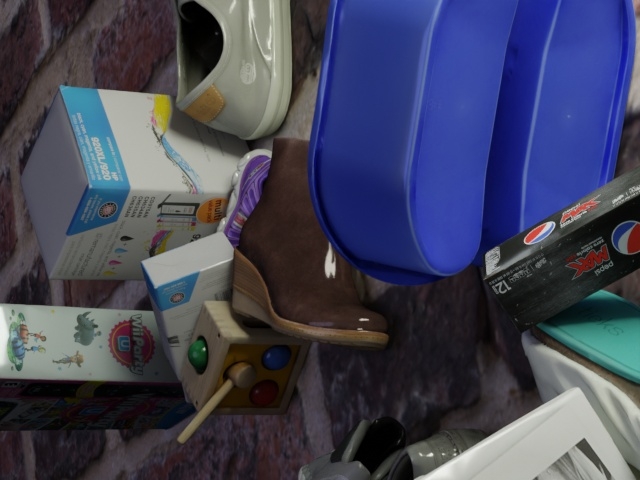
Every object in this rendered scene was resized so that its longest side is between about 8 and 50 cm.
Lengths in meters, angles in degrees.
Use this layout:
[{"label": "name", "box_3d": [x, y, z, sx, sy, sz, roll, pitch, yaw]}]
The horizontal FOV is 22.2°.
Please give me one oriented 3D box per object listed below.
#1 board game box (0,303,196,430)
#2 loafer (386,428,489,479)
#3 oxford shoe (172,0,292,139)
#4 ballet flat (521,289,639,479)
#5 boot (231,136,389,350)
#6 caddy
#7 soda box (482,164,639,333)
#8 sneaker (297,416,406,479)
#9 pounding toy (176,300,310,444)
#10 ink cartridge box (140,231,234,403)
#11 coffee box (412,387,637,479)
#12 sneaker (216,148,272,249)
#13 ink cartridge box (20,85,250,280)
[{"label": "board game box", "box_3d": [-0.291, 0.163, 2.022, 0.224, 0.303, 0.097, -38, 55, 55]}, {"label": "loafer", "box_3d": [0.070, 0.303, 1.550, 0.112, 0.111, 0.319, 58, 136, 47]}, {"label": "oxford shoe", "box_3d": [-0.121, -0.340, 1.949, 0.169, 0.130, 0.449, -29, 61, 59]}, {"label": "ballet flat", "box_3d": [0.280, 0.150, 1.194, 0.400, 0.139, 0.139, -146, 63, -62]}, {"label": "boot", "box_3d": [0.000, 0.000, 1.737, 0.248, 0.090, 0.207, 17, 92, 48]}, {"label": "caddy", "box_3d": [0.118, -0.120, 1.378, 0.179, 0.241, 0.341, 22, 106, 53]}, {"label": "soda box", "box_3d": [0.212, 0.002, 1.275, 0.169, 0.060, 0.053, -30, 19, 16]}, {"label": "sneaker", "box_3d": [0.041, 0.227, 1.620, 0.132, 0.086, 0.229, -51, 0, 8]}, {"label": "pounding toy", "box_3d": [-0.096, 0.149, 1.838, 0.100, 0.141, 0.130, 54, 133, 48]}, {"label": "ink cartridge box", "box_3d": [-0.136, 0.091, 1.890, 0.060, 0.104, 0.180, -128, 23, -50]}, {"label": "coffee box", "box_3d": [0.077, 0.369, 1.199, 0.334, 0.338, 0.337, 59, 143, 10]}, {"label": "sneaker", "box_3d": [-0.075, -0.020, 1.900, 0.071, 0.068, 0.170, 30, 118, 45]}, {"label": "ink cartridge box", "box_3d": [-0.216, -0.064, 1.983, 0.171, 0.232, 0.168, -59, 41, 40]}]
